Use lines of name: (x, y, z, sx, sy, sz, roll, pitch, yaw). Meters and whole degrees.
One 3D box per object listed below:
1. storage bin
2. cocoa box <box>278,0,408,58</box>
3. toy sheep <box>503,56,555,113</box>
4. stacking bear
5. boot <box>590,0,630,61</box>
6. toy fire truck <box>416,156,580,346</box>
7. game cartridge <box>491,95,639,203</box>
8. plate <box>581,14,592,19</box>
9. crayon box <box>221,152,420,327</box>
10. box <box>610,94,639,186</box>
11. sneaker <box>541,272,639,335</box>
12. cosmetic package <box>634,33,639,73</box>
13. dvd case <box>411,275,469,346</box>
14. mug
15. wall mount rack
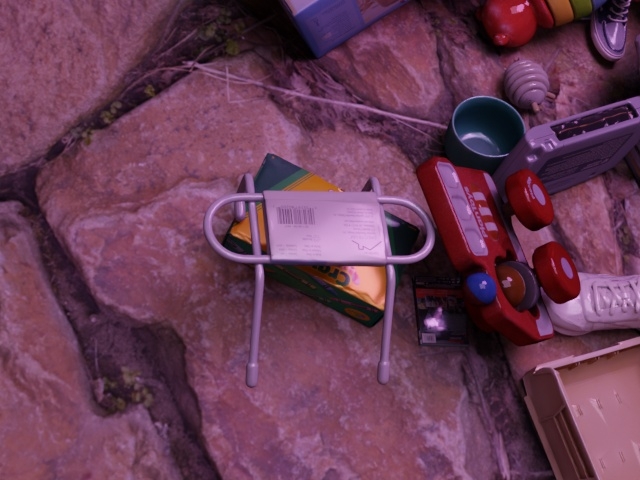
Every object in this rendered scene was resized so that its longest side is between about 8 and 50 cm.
storage bin: (0.493, 0.292, 1.621, 0.262, 0.123, 0.260, -12, 71, -21)
cocoa box: (0.064, -0.517, 1.723, 0.347, 0.231, 0.228, -32, 78, 4)
toy sheep: (0.382, -0.284, 1.873, 0.091, 0.091, 0.132, -2, 48, -18)
stacking bear: (0.435, -0.466, 1.900, 0.289, 0.164, 0.175, -31, 60, 8)
boot: (0.573, -0.450, 1.980, 0.069, 0.086, 0.190, 2, 69, -18)
toy fire truck: (0.261, 0.021, 1.577, 0.254, 0.169, 0.302, 1, 67, -56)
game cartridge: (0.428, -0.149, 1.758, 0.297, 0.198, 0.062, -18, 71, -27)
plate: (0.504, -0.520, 2.052, 0.188, 0.024, 0.188, 6, 65, -14)
crayon box: (0.000, 0.000, 1.624, 0.278, 0.081, 0.165, 27, 62, -4)
box: (0.666, -0.174, 1.925, 0.183, 0.056, 0.231, -15, 71, -24)
sneaker: (0.507, 0.090, 1.702, 0.305, 0.152, 0.114, 2, 68, -15)
cosmetic package: (0.775, -0.219, 1.818, 0.453, 0.161, 0.230, 42, 31, -11)
dvd case: (0.197, 0.116, 1.672, 0.087, 0.013, 0.120, 2, 65, -16)
mug: (0.293, -0.165, 1.773, 0.157, 0.097, 0.129, 37, 63, 12)
wall mount rack: (-0.004, 0.050, 1.490, 0.349, 0.130, 0.304, 1, 64, -16)
